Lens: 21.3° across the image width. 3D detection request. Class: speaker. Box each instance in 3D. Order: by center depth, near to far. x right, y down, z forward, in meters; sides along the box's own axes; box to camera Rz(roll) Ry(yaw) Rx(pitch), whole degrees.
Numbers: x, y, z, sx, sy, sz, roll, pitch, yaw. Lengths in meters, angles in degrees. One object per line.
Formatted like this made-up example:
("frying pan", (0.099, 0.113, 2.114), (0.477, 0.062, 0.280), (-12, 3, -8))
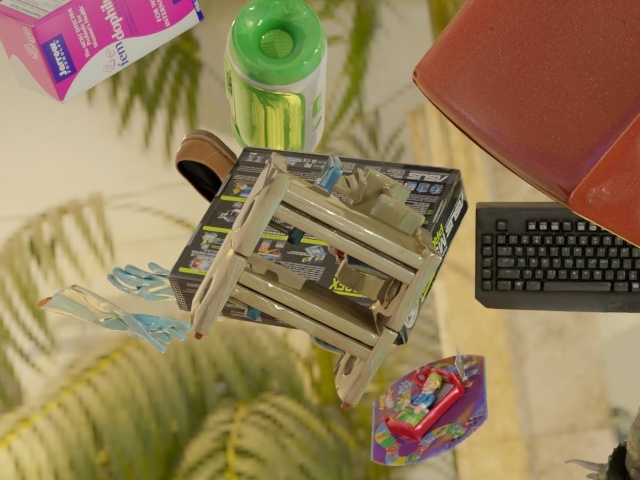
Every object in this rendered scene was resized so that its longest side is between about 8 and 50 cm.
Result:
("speaker", (-0.055, -0.197, 2.171), (0.131, 0.131, 0.296), (-7, -20, -4))

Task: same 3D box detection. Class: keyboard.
("keyboard", (0.329, -0.020, 1.873), (0.317, 0.201, 0.033), (0, 3, 6))

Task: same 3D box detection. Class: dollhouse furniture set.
("dollhouse furniture set", (-0.010, 0.012, 1.236), (0.129, 0.129, 0.183), (27, 13, -12))

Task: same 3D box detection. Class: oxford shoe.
("oxford shoe", (-0.095, -0.047, 2.111), (0.076, 0.212, 0.076), (-51, 8, 32))

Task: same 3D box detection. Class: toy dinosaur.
("toy dinosaur", (0.420, 0.232, 2.000), (0.160, 0.121, 0.313), (2, -42, -17))

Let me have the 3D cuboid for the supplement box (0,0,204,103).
("supplement box", (-0.267, -0.272, 2.044), (0.220, 0.111, 0.114), (-35, 36, -24))

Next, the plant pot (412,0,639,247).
("plant pot", (0.282, -0.122, 1.419), (0.267, 0.236, 0.267), (25, -65, -30))

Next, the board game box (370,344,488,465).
("board game box", (0.106, 0.164, 1.767), (0.133, 0.033, 0.168), (-23, 26, 16))

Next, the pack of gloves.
("pack of gloves", (-0.225, 0.099, 2.257), (0.195, 0.046, 0.232), (-24, -31, 36))

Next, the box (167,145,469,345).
("box", (0.000, 0.000, 1.855), (0.270, 0.216, 0.060), (7, -42, 23))
